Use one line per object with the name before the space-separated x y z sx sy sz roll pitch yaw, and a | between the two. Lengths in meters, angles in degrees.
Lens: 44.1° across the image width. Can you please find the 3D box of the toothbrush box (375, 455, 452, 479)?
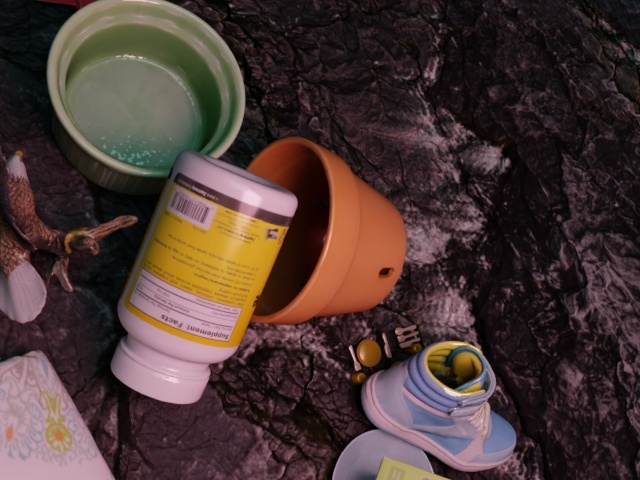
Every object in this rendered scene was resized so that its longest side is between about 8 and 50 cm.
toothbrush box | 0.192 0.475 1.171 0.283 0.122 0.206 16 64 12

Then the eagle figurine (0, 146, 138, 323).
eagle figurine | -0.442 -0.059 1.062 0.226 0.225 0.298 -47 137 -2

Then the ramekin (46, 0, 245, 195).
ramekin | -0.286 -0.219 1.259 0.303 0.148 0.304 8 70 -23

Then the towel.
towel | -0.397 0.314 0.959 0.321 0.090 0.374 62 21 6

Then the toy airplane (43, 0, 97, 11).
toy airplane | -0.406 -0.391 1.328 0.151 0.028 0.151 8 70 -24

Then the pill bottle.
pill bottle | -0.177 0.055 1.142 0.187 0.188 0.334 21 97 -18

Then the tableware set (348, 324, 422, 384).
tableware set | 0.119 0.213 1.384 0.154 0.024 0.104 -14 83 -29

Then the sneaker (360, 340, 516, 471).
sneaker | 0.248 0.274 1.299 0.318 0.208 0.127 24 45 -25

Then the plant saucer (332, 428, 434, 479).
plant saucer | 0.099 0.411 1.301 0.194 0.037 0.195 8 71 -23

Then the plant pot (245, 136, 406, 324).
plant pot | 0.000 0.000 1.265 0.203 0.290 0.291 14 67 -38
